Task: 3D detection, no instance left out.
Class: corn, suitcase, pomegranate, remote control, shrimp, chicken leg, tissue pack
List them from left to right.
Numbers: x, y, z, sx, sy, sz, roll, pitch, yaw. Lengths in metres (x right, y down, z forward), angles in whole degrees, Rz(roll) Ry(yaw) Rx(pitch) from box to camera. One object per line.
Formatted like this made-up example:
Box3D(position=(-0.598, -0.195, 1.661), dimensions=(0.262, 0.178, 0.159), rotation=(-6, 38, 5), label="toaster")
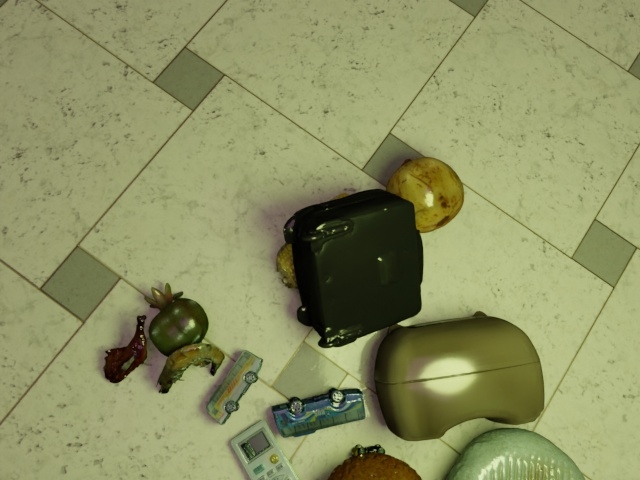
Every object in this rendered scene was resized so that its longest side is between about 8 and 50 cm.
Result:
Box3D(position=(-0.484, 0.282, 1.319), dimensions=(0.093, 0.053, 0.205), rotation=(43, 97, -6), label="chicken leg")
Box3D(position=(-0.378, 0.205, 1.342), dimensions=(0.152, 0.131, 0.191), rotation=(-45, 60, -4), label="pomegranate")
Box3D(position=(-0.327, 0.326, 1.311), dimensions=(0.150, 0.217, 0.051), rotation=(10, 42, -39), label="shrimp")
Box3D(position=(-0.110, 0.606, 1.310), dimensions=(0.103, 0.051, 0.293), rotation=(-31, 79, -11), label="remote control")
Box3D(position=(0.000, 0.001, 1.422), dimensions=(0.305, 0.122, 0.123), rotation=(-43, 121, -9), label="corn")
Box3D(position=(0.098, 0.062, 1.309), dimensions=(0.340, 0.188, 0.344), rotation=(-16, 111, -19), label="suitcase")
Box3D(position=(0.279, -0.129, 1.432), dimensions=(0.216, 0.215, 0.215), rotation=(1, 78, -5), label="pomegranate")
Box3D(position=(0.333, 0.326, 1.296), dimensions=(0.388, 0.267, 0.276), rotation=(-8, 82, -5), label="tissue pack")

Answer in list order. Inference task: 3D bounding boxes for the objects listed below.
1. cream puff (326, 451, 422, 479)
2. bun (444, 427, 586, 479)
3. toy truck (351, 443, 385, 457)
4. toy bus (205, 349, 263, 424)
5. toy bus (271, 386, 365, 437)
Box3D(position=(0.137, 0.647, 1.231), dimensions=(0.304, 0.212, 0.302), rotation=(1, 101, 7), label="cream puff")
Box3D(position=(0.475, 0.638, 1.272), dimensions=(0.363, 0.211, 0.361), rotation=(1, 75, -3), label="bun")
Box3D(position=(0.122, 0.558, 1.341), dimensions=(0.084, 0.049, 0.054), rotation=(3, 79, -6), label="toy truck")
Box3D(position=(-0.220, 0.377, 1.343), dimensions=(0.075, 0.064, 0.190), rotation=(33, 77, 8), label="toy bus")
Box3D(position=(-0.003, 0.441, 1.339), dimensions=(0.237, 0.079, 0.093), rotation=(-11, 81, -7), label="toy bus")
